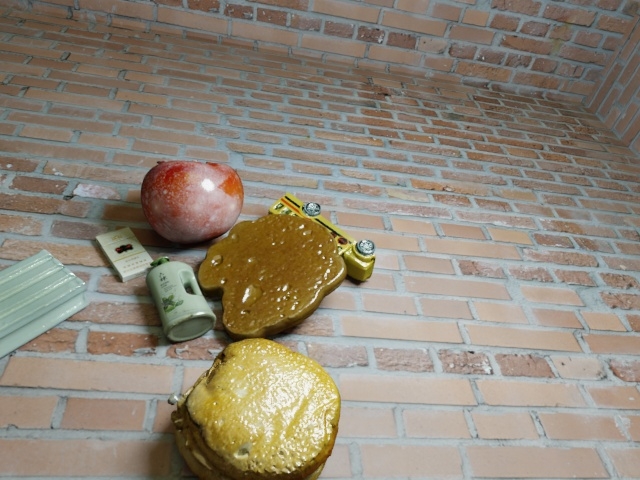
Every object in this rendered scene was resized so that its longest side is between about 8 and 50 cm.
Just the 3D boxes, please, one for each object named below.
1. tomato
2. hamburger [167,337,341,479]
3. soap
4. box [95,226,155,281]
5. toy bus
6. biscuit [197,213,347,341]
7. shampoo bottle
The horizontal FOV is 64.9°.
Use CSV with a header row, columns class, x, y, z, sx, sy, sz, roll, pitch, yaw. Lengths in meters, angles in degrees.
class,x,y,z,sx,sy,sz,roll,pitch,yaw
tomato,-0.343,-0.103,1.345,0.269,0.227,0.270,0,7,0
hamburger,-0.121,0.337,0.962,0.313,0.170,0.290,23,38,11
soap,-0.662,0.144,1.078,0.159,0.088,0.265,33,44,19
box,-0.504,0.033,1.303,0.089,0.024,0.167,-22,54,-35
toy bus,0.000,0.000,1.428,0.335,0.121,0.123,37,54,24
biscuit,-0.129,0.086,1.270,0.358,0.074,0.381,17,58,18
shampoo bottle,-0.344,0.123,1.201,0.118,0.087,0.234,-14,48,-26
